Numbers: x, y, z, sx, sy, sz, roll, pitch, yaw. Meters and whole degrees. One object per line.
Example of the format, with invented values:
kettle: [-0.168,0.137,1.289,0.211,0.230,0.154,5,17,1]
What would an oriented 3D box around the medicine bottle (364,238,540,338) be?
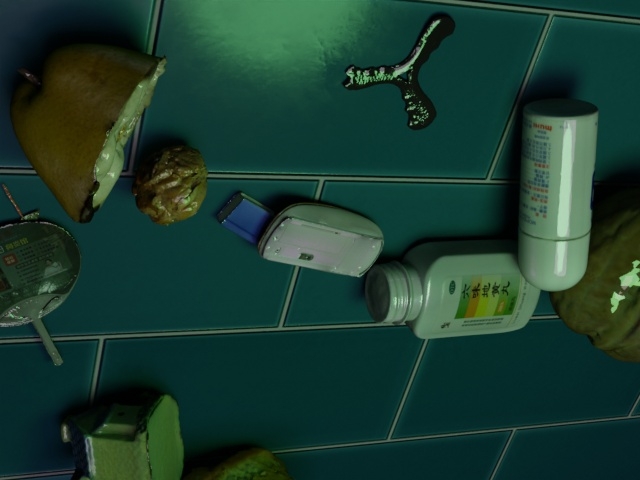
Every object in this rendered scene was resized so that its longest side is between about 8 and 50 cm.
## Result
medicine bottle: [0.249,0.092,1.962,0.324,0.124,0.179,-1,118,-23]

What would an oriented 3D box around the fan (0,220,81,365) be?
fan: [-0.504,0.089,1.672,0.223,0.012,0.294,2,124,-26]

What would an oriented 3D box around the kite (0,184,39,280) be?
kite: [-0.525,-0.014,1.594,0.198,0.006,0.244,-26,133,-4]

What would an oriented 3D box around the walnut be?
walnut: [0.612,0.056,1.996,0.306,0.306,0.344,16,124,-34]

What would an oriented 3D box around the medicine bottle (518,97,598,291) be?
medicine bottle: [0.417,-0.072,1.850,0.130,0.130,0.341,-9,113,-18]

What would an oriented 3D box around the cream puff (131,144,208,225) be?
cream puff: [-0.230,-0.091,1.604,0.104,0.119,0.133,39,77,-23]

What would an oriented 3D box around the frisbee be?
frisbee: [0.124,-0.263,1.697,0.187,0.012,0.211,-10,130,-17]

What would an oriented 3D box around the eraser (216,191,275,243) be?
eraser: [-0.123,-0.038,1.748,0.063,0.027,0.084,-46,131,15]

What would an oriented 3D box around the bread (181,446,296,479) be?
bread: [-0.178,0.610,2.045,0.398,0.215,0.398,-30,133,-39]

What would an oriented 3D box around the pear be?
pear: [-0.342,-0.172,1.455,0.178,0.267,0.267,26,116,-3]

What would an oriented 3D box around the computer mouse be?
computer mouse: [0.000,0.000,1.815,0.245,0.056,0.126,11,122,-37]

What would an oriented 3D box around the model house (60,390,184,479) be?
model house: [-0.365,0.376,1.892,0.189,0.195,0.214,-3,115,7]
